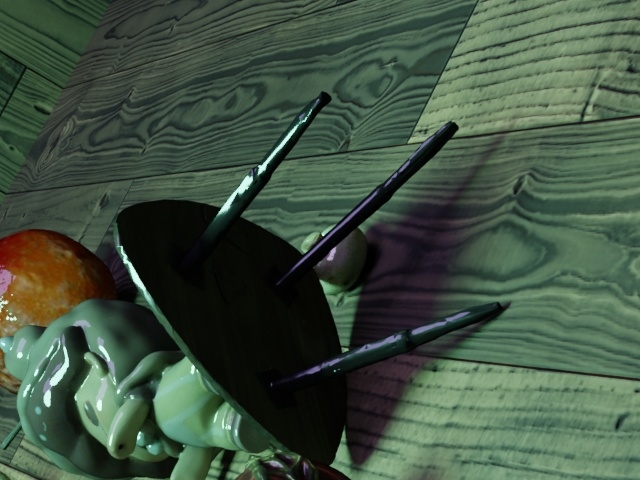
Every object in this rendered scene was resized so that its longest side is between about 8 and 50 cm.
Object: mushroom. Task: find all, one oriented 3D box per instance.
[{"bbox_3d":[0.013,0.017,2.061,0.083,0.067,0.083,-42,23,22],"label":"mushroom"}]

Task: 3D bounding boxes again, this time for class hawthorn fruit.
[{"bbox_3d":[-0.431,0.087,2.732,0.242,0.271,0.242,-50,16,19],"label":"hawthorn fruit"}]

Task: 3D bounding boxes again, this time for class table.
[{"bbox_3d":[0.000,0.000,1.816,0.249,0.317,0.317,-38,27,25],"label":"table"}]

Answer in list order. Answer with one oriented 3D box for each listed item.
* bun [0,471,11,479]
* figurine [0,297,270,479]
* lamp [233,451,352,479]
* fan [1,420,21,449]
[{"bbox_3d":[-0.501,0.404,2.534,0.237,0.210,0.116,-28,19,-23],"label":"bun"},{"bbox_3d":[-0.195,0.170,2.143,0.380,0.248,0.203,-3,52,53],"label":"figurine"},{"bbox_3d":[-0.033,0.265,1.696,0.223,0.151,0.215,-43,21,43],"label":"lamp"},{"bbox_3d":[-0.423,0.241,2.878,0.220,0.009,0.132,-49,21,25],"label":"fan"}]
